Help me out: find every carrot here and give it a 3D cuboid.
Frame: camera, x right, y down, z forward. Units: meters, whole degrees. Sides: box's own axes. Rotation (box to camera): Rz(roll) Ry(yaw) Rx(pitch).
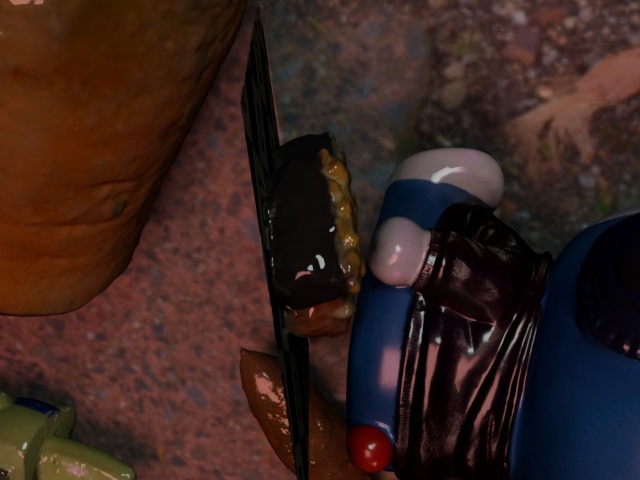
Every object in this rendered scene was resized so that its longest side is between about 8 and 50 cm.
[{"bbox_3d":[-0.171,-0.124,0.721,0.224,0.224,0.340,26,121,7],"label":"carrot"}]

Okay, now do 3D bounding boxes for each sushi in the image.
[{"bbox_3d":[0.000,0.000,0.692,0.050,0.290,0.264,-7,109,1],"label":"sushi"}]

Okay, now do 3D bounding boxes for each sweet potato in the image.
[{"bbox_3d":[-0.002,0.158,0.876,0.206,0.060,0.068,57,155,-11],"label":"sweet potato"}]

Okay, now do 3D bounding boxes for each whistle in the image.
[{"bbox_3d":[-0.253,0.168,0.949,0.228,0.085,0.105,13,116,15],"label":"whistle"}]

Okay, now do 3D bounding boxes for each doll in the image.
[{"bbox_3d":[0.176,0.084,0.686,0.310,0.240,0.284,8,144,14],"label":"doll"}]
